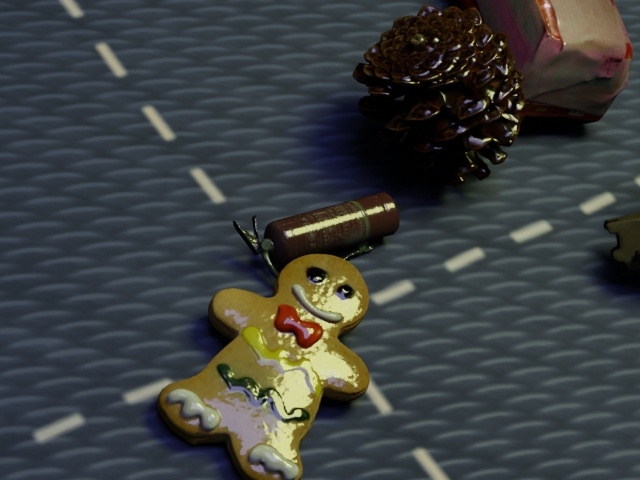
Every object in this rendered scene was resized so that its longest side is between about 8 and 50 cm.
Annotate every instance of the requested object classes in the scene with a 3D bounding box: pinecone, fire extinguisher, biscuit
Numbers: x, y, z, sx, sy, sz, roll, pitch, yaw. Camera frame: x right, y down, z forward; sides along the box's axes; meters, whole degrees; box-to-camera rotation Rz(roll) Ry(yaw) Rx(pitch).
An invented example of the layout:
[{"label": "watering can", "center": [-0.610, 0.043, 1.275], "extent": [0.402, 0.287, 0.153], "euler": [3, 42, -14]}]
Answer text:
[{"label": "pinecone", "center": [0.124, -0.130, 1.689], "extent": [0.163, 0.165, 0.163], "euler": [-15, 40, 13]}, {"label": "fire extinguisher", "center": [0.000, 0.000, 1.612], "extent": [0.157, 0.045, 0.078], "euler": [-15, 80, -30]}, {"label": "biscuit", "center": [-0.033, 0.099, 1.508], "extent": [0.158, 0.035, 0.240], "euler": [29, 55, 4]}]

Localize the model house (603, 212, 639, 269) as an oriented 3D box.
[{"label": "model house", "center": [0.398, -0.026, 1.696], "extent": [0.243, 0.211, 0.204], "euler": [-12, 7, 6]}]

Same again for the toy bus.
[{"label": "toy bus", "center": [0.223, -0.258, 1.836], "extent": [0.127, 0.147, 0.303], "euler": [4, 52, -23]}]
